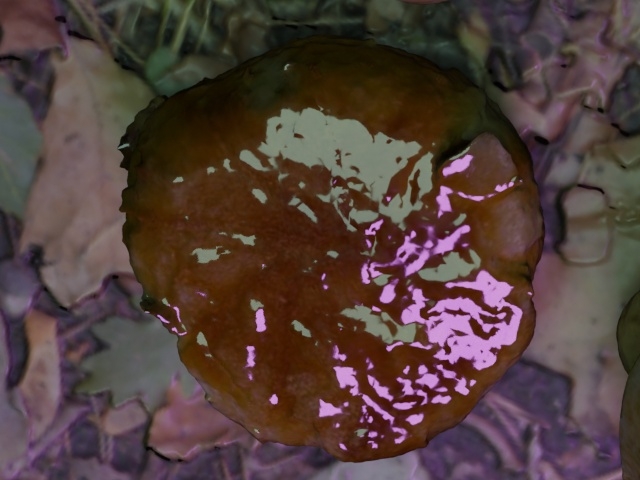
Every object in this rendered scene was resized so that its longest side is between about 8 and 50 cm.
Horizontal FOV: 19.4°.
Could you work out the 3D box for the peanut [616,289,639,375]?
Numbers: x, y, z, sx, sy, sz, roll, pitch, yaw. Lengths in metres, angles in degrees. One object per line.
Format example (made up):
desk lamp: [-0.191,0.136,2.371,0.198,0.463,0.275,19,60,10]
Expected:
peanut: [0.229,0.026,0.922,0.174,0.080,0.080,-20,99,17]

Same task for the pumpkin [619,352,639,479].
pumpkin: [0.313,0.121,0.817,0.332,0.199,0.332,-1,117,-2]

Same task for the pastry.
pastry: [0.000,0.000,0.944,0.229,0.100,0.218,27,111,-2]

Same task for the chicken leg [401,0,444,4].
chicken leg: [-0.005,-0.209,0.909,0.228,0.088,0.103,44,117,4]
